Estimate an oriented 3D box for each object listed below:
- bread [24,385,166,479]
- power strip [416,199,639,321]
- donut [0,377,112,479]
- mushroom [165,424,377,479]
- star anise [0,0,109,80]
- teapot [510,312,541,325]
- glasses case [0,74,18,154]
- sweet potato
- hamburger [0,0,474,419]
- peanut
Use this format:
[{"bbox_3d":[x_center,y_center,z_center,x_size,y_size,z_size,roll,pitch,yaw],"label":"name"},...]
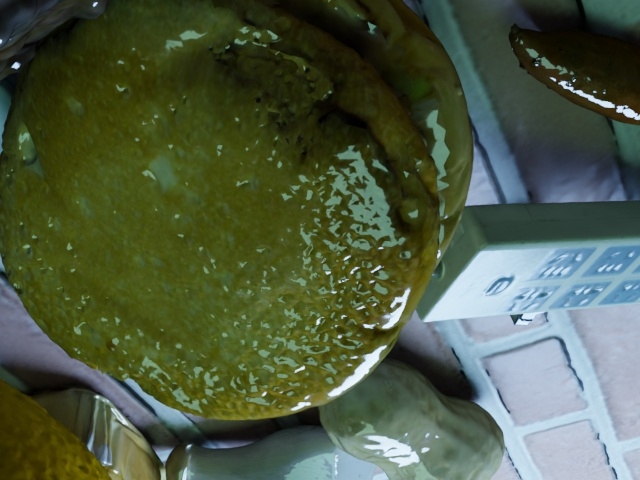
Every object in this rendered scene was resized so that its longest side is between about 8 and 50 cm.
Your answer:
[{"bbox_3d":[-0.247,0.252,1.117,0.136,0.107,0.241,-9,141,8],"label":"bread"},{"bbox_3d":[0.227,0.013,0.858,0.367,0.043,0.106,-3,145,-27],"label":"power strip"},{"bbox_3d":[-0.384,0.238,0.955,0.435,0.163,0.378,-29,108,34],"label":"donut"},{"bbox_3d":[-0.051,0.247,1.158,0.225,0.093,0.116,-5,124,13],"label":"mushroom"},{"bbox_3d":[-0.191,-0.094,0.469,0.315,0.315,0.108,-29,108,26],"label":"star anise"},{"bbox_3d":[0.180,0.036,0.938,0.066,0.057,0.088,4,140,-11],"label":"teapot"},{"bbox_3d":[-0.214,-0.058,0.775,0.067,0.045,0.178,-17,140,13],"label":"glasses case"},{"bbox_3d":[0.237,-0.105,0.771,0.264,0.057,0.057,16,137,-28],"label":"sweet potato"},{"bbox_3d":[-0.058,-0.046,0.665,0.289,0.170,0.314,29,128,0],"label":"hamburger"},{"bbox_3d":[0.091,0.194,1.074,0.123,0.124,0.256,-30,138,28],"label":"peanut"}]
